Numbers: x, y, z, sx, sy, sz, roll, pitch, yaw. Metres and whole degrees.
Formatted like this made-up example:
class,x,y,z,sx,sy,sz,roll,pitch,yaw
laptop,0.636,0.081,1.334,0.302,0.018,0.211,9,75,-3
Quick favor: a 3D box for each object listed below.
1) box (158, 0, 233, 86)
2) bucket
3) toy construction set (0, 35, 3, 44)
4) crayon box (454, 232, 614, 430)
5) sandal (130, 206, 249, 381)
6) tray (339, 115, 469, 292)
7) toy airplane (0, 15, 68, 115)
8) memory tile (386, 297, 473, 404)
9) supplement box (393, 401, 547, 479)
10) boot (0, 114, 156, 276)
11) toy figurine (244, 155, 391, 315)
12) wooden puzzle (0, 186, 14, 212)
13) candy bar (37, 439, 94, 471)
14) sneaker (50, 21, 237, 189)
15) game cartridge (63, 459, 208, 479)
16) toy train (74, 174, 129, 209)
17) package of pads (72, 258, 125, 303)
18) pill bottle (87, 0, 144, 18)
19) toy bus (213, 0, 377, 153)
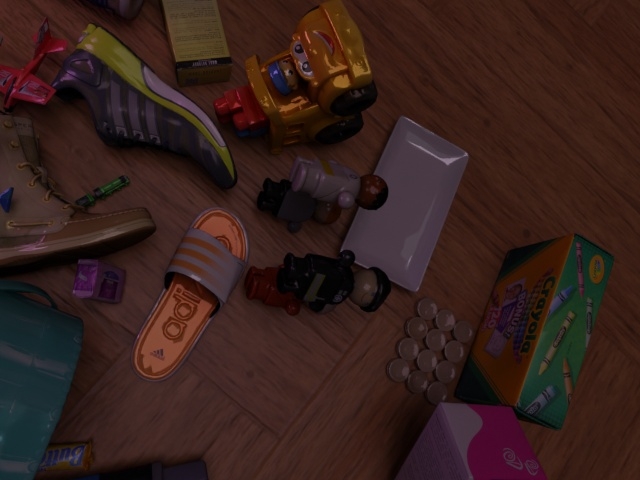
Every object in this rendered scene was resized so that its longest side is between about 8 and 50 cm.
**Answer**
class,x,y,z,sx,sy,sz,roll,pitch,yaw
box,-0.205,-0.362,0.816,0.088,0.058,0.232,-14,85,-18
bucket,-0.389,0.164,0.553,0.183,0.281,0.281,27,73,-29
toy construction set,-0.509,-0.215,0.598,0.309,0.257,0.237,4,66,1
crayon box,0.329,0.138,0.821,0.081,0.165,0.278,29,73,-9
sandal,-0.175,0.074,0.736,0.102,0.076,0.265,26,74,-10
tray,0.141,-0.062,0.875,0.145,0.030,0.270,27,74,-9
toy airplane,-0.404,-0.236,0.729,0.151,0.028,0.151,-4,78,18
memory tile,0.178,0.177,0.851,0.113,0.012,0.148,31,74,-8
supplement box,0.185,0.331,0.710,0.111,0.113,0.219,8,123,-14
boot,-0.359,-0.069,0.687,0.262,0.095,0.203,-12,81,1
toy figurine,0.000,0.000,0.732,0.148,0.213,0.209,12,74,-23
wooden puzzle,-0.423,-0.035,0.635,0.117,0.014,0.078,4,89,9
candy bar,-0.374,0.279,0.673,0.162,0.018,0.040,2,80,-15
sneaker,-0.246,-0.166,0.756,0.300,0.111,0.121,39,82,0
game cartridge,-0.293,0.368,0.579,0.356,0.230,0.068,-5,120,-17
toy train,-0.310,-0.070,0.751,0.083,0.024,0.017,-36,91,-18
package of pads,-0.293,0.056,0.702,0.032,0.083,0.050,3,78,6
pill bottle,-0.343,-0.401,0.765,0.170,0.094,0.094,22,75,-11
toy bus,-0.047,-0.216,0.757,0.212,0.220,0.149,-19,83,-12
